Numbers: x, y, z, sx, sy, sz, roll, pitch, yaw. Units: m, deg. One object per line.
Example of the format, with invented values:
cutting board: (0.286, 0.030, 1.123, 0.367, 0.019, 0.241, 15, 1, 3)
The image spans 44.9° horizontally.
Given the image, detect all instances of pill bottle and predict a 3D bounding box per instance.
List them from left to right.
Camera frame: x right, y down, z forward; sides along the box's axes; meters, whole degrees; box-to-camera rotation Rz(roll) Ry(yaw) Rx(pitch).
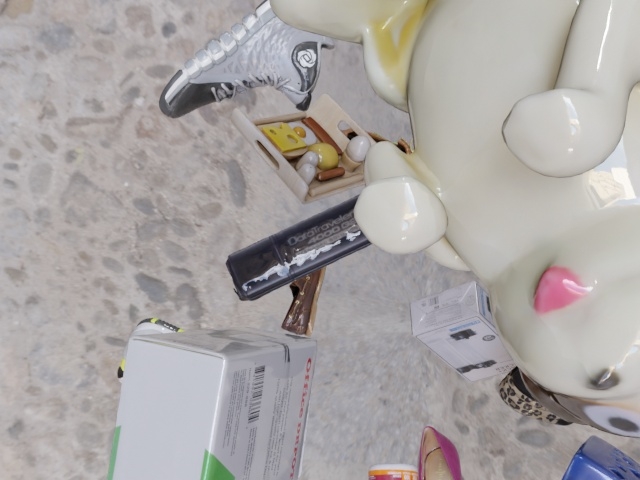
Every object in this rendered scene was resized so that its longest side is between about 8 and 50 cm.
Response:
pill bottle: (0.123, 0.455, 1.298, 0.086, 0.086, 0.152, -3, 68, 7)

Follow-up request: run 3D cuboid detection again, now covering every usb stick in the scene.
usb stick: (0.000, 0.000, 1.087, 0.278, 0.045, 0.077, -25, 70, -2)

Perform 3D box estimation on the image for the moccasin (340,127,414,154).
moccasin: (0.185, -0.193, 1.939, 0.380, 0.147, 0.139, 25, 67, -29)

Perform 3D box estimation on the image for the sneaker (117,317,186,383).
sneaker: (-0.230, 0.300, 1.573, 0.385, 0.145, 0.147, 20, 57, 13)

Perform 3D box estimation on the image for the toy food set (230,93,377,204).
toy food set: (-0.012, -0.200, 1.543, 0.219, 0.306, 0.092, 48, 125, 15)

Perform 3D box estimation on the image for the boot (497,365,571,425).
boot: (0.557, 0.246, 1.516, 0.378, 0.284, 0.138, 7, 46, -14)

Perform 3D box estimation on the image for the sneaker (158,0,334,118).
sneaker: (-0.079, -0.195, 0.949, 0.229, 0.086, 0.132, -39, 94, 5)

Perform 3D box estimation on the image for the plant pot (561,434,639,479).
plant pot: (0.501, 0.499, 1.325, 0.212, 0.236, 0.235, 27, 98, 26)

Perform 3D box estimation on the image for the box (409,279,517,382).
box: (0.347, 0.215, 1.762, 0.169, 0.290, 0.087, -22, 49, 27)

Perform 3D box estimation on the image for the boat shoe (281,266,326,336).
boat shoe: (-0.034, 0.108, 1.703, 0.073, 0.073, 0.207, 15, 61, -2)

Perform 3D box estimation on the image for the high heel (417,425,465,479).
high heel: (0.241, 0.568, 1.578, 0.127, 0.377, 0.181, -21, 119, 15)

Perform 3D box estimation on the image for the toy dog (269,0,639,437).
toy dog: (0.184, -0.056, 0.579, 0.285, 0.395, 0.407, -28, 67, 30)

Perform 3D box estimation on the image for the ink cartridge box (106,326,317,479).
ink cartridge box: (-0.116, 0.218, 0.924, 0.122, 0.289, 0.211, 8, 88, 19)
